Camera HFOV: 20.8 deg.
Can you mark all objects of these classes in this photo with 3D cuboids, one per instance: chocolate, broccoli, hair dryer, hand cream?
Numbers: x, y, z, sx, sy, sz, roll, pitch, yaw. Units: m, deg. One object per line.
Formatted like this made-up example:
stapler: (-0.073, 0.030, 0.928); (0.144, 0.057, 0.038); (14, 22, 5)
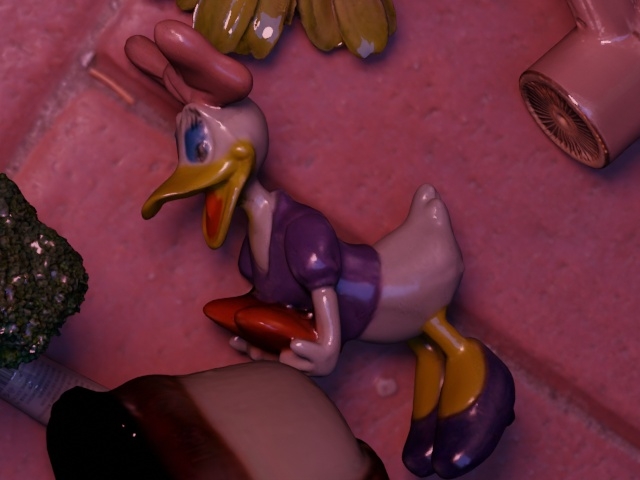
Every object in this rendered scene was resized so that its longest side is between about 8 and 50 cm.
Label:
chocolate: (-0.055, 0.208, 1.282); (0.186, 0.283, 0.284); (-21, 98, -29)
broccoli: (-0.301, 0.059, 1.195); (0.297, 0.297, 0.297); (-9, 106, -15)
hair dryer: (0.214, -0.233, 1.353); (0.189, 0.107, 0.344); (-41, 130, -10)
hand cream: (-0.197, 0.125, 1.354); (0.194, 0.042, 0.067); (33, 86, -20)

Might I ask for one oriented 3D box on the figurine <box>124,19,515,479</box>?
figurine: (0.001, 0.007, 1.343); (0.421, 0.154, 0.193); (37, 78, -16)

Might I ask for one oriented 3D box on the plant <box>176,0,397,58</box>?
plant: (-0.025, -0.300, 1.306); (0.305, 0.297, 0.261); (-25, 68, 2)
